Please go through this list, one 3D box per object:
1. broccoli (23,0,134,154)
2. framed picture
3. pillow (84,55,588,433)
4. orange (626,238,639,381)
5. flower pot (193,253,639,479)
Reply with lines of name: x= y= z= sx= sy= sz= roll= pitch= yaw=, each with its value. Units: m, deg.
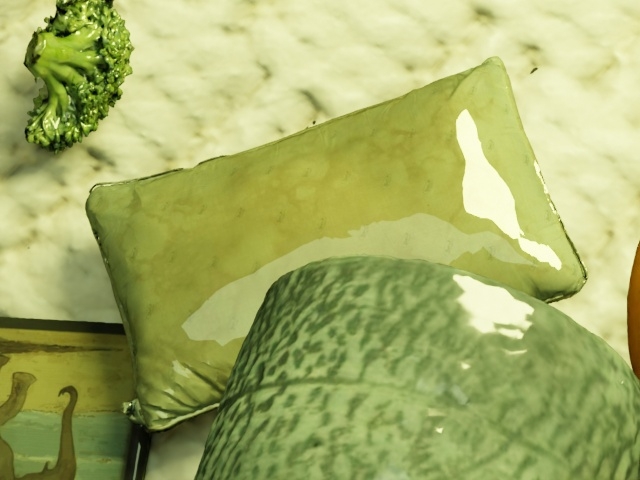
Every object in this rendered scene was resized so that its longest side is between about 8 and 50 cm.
broccoli: x=-0.173 y=-0.116 z=1.334 sx=0.097 sy=0.092 sz=0.095 roll=-36 pitch=60 yaw=25
framed picture: x=-0.246 y=0.208 z=1.242 sx=0.265 sy=0.016 sz=0.347 roll=4 pitch=67 yaw=12
pillow: x=0.000 y=0.000 z=1.256 sx=0.303 sy=0.075 sz=0.185 roll=-19 pitch=62 yaw=1
orange: x=0.294 y=0.041 z=1.094 sx=0.246 sy=0.246 sz=0.246 roll=-4 pitch=65 yaw=9
flower pot: x=0.015 y=0.177 z=1.057 sx=0.299 sy=0.299 sz=0.282 roll=12 pitch=63 yaw=16
